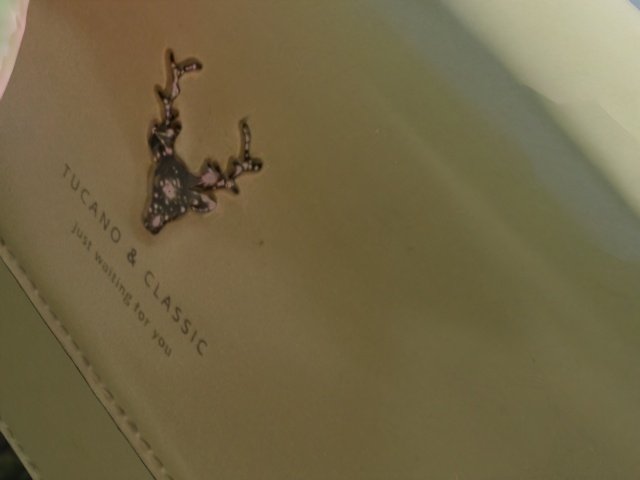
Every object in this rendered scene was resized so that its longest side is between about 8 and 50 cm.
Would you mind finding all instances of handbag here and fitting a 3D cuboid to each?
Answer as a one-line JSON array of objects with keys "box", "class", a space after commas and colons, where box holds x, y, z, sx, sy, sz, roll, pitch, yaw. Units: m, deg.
[{"box": [0.000, 0.000, 0.519, 0.358, 0.160, 0.237, 49, -46, 29], "class": "handbag"}]

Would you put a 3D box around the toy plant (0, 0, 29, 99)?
[{"box": [-0.252, -0.048, 0.373, 0.356, 0.317, 0.211, -5, -38, 16], "class": "toy plant"}]
